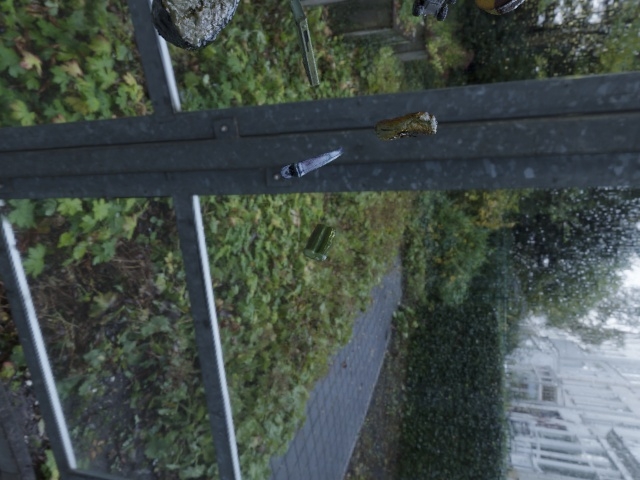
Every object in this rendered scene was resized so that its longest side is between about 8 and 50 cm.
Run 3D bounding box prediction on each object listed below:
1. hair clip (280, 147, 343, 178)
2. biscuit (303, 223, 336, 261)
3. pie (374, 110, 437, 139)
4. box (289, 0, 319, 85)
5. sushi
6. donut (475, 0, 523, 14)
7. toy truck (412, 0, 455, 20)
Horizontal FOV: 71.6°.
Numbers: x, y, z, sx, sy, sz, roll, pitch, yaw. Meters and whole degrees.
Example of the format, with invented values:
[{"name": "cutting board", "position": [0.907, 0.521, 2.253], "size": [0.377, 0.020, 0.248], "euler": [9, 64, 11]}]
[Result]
[{"name": "hair clip", "position": [-0.005, -0.258, 1.451], "size": [0.275, 0.083, 0.048], "euler": [-28, 104, -39]}, {"name": "biscuit", "position": [0.000, 0.000, 1.761], "size": [0.322, 0.099, 0.038], "euler": [-64, 169, -67]}, {"name": "pie", "position": [0.370, -0.490, 1.936], "size": [0.308, 0.308, 0.086], "euler": [-18, 104, -70]}, {"name": "box", "position": [-0.063, -0.774, 1.744], "size": [0.270, 0.045, 0.211], "euler": [74, 1, -51]}, {"name": "sushi", "position": [-0.311, -0.680, 1.176], "size": [0.211, 0.170, 0.350], "euler": [35, 81, -26]}, {"name": "donut", "position": [0.445, -0.617, 1.072], "size": [0.059, 0.140, 0.141], "euler": [10, 80, -45]}, {"name": "toy truck", "position": [0.427, -0.911, 1.637], "size": [0.286, 0.136, 0.111], "euler": [-175, -89, -85]}]
